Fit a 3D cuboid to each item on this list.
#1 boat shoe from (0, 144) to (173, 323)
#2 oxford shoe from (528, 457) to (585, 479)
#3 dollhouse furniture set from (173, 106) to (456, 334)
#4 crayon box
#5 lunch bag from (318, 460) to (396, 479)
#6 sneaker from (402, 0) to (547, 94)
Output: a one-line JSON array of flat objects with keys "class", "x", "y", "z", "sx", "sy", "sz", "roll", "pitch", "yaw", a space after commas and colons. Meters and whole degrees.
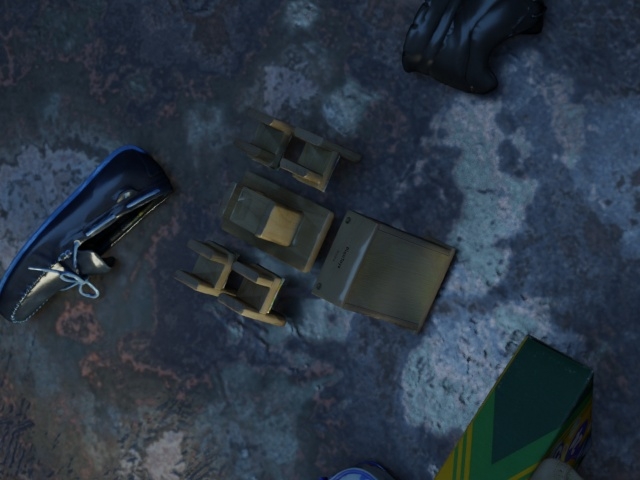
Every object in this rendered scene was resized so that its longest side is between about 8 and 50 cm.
[{"class": "boat shoe", "x": -0.278, "y": 0.006, "z": 1.771, "sx": 0.089, "sy": 0.109, "sz": 0.258, "roll": 43, "pitch": 100, "yaw": 10}, {"class": "oxford shoe", "x": 0.317, "y": 0.348, "z": 1.483, "sx": 0.140, "sy": 0.397, "sz": 0.146, "roll": -3, "pitch": 56, "yaw": 42}, {"class": "dollhouse furniture set", "x": 0.000, "y": 0.000, "z": 1.699, "sx": 0.242, "sy": 0.161, "sz": 0.212, "roll": 27, "pitch": 95, "yaw": 38}, {"class": "crayon box", "x": 0.161, "y": 0.278, "z": 1.519, "sx": 0.083, "sy": 0.203, "sz": 0.323, "roll": 29, "pitch": 70, "yaw": 22}, {"class": "lunch bag", "x": 0.026, "y": 0.361, "z": 1.672, "sx": 0.219, "sy": 0.090, "sz": 0.176, "roll": -46, "pitch": 78, "yaw": 9}, {"class": "sneaker", "x": 0.202, "y": -0.292, "z": 1.663, "sx": 0.130, "sy": 0.109, "sz": 0.286, "roll": 28, "pitch": 102, "yaw": 6}]
